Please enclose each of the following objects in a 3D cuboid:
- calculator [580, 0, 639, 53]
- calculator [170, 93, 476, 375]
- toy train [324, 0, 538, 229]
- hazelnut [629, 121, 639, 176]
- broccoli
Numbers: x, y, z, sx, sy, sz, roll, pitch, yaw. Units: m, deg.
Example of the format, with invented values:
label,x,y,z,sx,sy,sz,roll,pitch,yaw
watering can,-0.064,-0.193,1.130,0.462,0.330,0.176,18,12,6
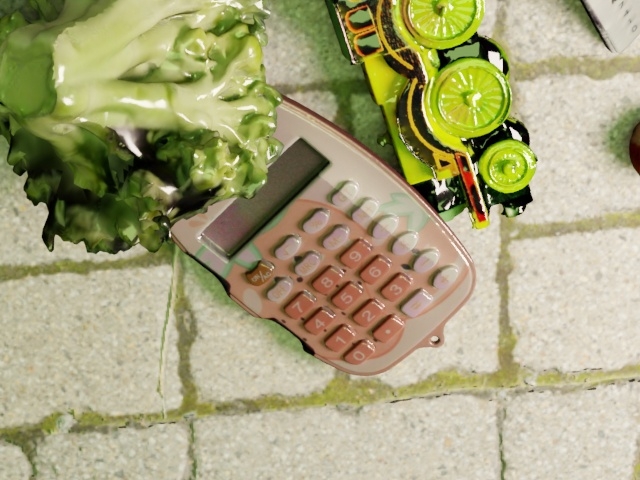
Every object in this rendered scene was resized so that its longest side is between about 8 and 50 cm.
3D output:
label,x,y,z,sx,sy,sz,roll,pitch,yaw
calculator,0.305,-0.268,1.668,0.161,0.261,0.021,-46,70,6
calculator,0.000,0.000,1.763,0.329,0.048,0.220,41,114,-14
toy train,0.111,-0.146,1.739,0.160,0.100,0.296,-19,110,5
hazelnut,0.352,-0.090,1.808,0.086,0.086,0.086,-3,108,-8
broccoli,-0.179,-0.143,1.566,0.293,0.281,0.348,41,115,13
